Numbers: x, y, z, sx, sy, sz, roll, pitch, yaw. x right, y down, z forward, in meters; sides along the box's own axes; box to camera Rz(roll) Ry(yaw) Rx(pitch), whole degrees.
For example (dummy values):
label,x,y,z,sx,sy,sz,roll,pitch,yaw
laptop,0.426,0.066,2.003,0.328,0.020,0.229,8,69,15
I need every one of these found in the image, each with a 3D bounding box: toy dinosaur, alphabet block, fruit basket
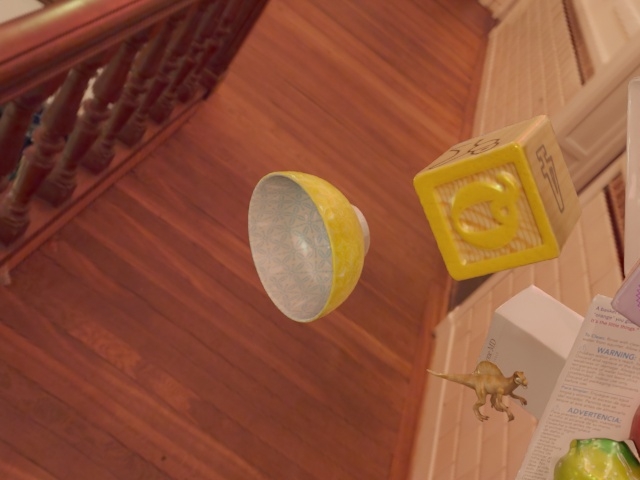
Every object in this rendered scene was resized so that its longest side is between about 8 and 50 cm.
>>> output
label,x,y,z,sx,sy,sz,roll,pitch,yaw
toy dinosaur,0.261,0.232,1.145,0.053,0.183,0.092,-21,99,-42
alphabet block,0.296,-0.072,1.197,0.197,0.192,0.193,-37,105,-53
fruit basket,0.373,0.236,0.769,0.327,0.353,0.165,12,19,-2

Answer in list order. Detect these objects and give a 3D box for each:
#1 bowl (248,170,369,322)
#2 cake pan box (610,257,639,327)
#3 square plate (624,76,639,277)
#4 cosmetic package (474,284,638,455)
label,x,y,z,sx,sy,sz,roll,pitch,yaw
bowl,0.000,0.000,1.388,0.156,0.289,0.289,-13,59,-33
cake pan box,0.314,0.003,0.342,0.246,0.267,0.070,39,31,22
square plate,0.613,-0.088,1.103,0.049,0.347,0.344,-5,8,-25
cosmetic package,0.549,0.297,1.590,0.385,0.217,0.156,34,46,32
